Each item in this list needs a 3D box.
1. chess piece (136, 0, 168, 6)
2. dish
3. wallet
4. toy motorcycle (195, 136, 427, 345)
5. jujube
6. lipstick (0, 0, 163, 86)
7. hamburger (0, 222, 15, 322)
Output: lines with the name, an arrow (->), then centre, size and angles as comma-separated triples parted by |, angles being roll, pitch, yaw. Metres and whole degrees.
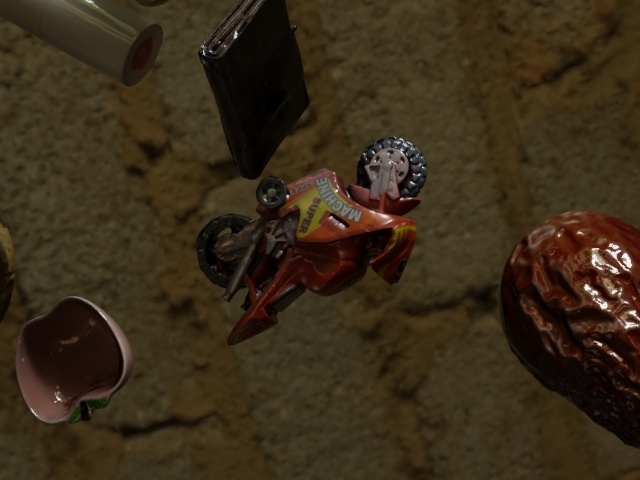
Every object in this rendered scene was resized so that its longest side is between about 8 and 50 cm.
chess piece -> -0.324, -0.545, 1.985 | 0.117, 0.117, 0.397 | 139, -72, -79
dish -> -0.393, 0.202, 2.124 | 0.090, 0.213, 0.213 | 12, 55, -68
wallet -> -0.063, -0.164, 1.333 | 0.042, 0.124, 0.230 | 28, -20, 22
toy motorcycle -> 0.000, -0.002, 1.497 | 0.171, 0.298, 0.089 | 66, 9, 11
jujube -> 0.258, 0.082, 1.164 | 0.168, 0.168, 0.236 | 83, -19, -49
lipstick -> -0.352, -0.301, 1.588 | 0.327, 0.087, 0.087 | 30, -22, 11
hamburger -> -0.576, 0.038, 1.887 | 0.283, 0.145, 0.259 | 34, -62, 15
